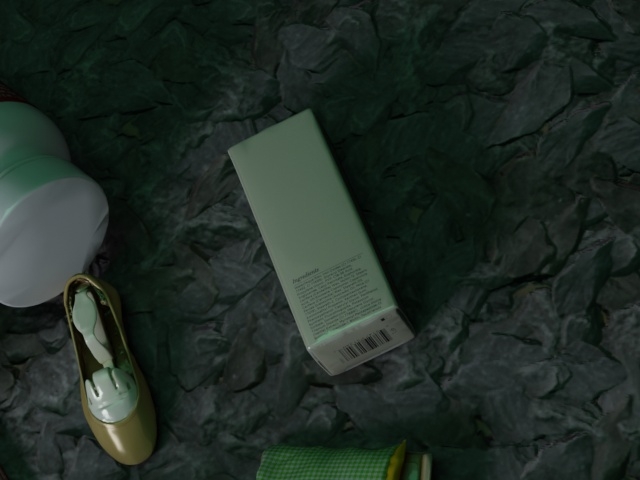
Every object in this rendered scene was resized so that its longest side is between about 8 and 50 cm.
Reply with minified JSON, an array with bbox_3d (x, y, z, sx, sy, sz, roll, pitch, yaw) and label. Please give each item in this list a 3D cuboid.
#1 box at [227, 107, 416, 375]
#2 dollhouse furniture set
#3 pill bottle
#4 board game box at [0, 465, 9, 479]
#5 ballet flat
[{"bbox_3d":[0.000,0.000,1.603,0.113,0.094,0.275,-25,60,7],"label":"box"},{"bbox_3d":[-0.003,0.325,1.421,0.198,0.151,0.301,-2,66,19],"label":"dollhouse furniture set"},{"bbox_3d":[-0.444,-0.097,1.723,0.408,0.229,0.229,35,81,30],"label":"pill bottle"},{"bbox_3d":[-0.409,0.315,1.642,0.145,0.027,0.281,-38,60,-2],"label":"board game box"},{"bbox_3d":[-0.245,0.140,1.632,0.080,0.073,0.232,-24,63,3],"label":"ballet flat"}]
